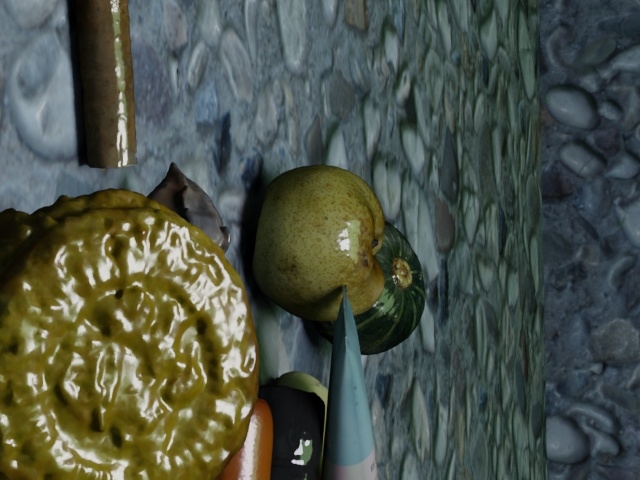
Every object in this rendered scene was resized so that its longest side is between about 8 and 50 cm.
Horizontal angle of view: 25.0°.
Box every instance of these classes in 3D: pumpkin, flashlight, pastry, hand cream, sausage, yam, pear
[{"bbox_3d":[0.051,0.054,1.691,0.167,0.125,0.167,42,32,-34],"label":"pumpkin"},{"bbox_3d":[-0.052,0.341,1.396,0.103,0.103,0.424,55,35,-57],"label":"flashlight"},{"bbox_3d":[-0.156,0.087,0.969,0.235,0.132,0.240,-27,103,-39],"label":"pastry"},{"bbox_3d":[0.024,0.208,1.484,0.111,0.070,0.312,-86,173,-66],"label":"hand cream"},{"bbox_3d":[-0.084,0.239,1.347,0.076,0.076,0.197,38,52,-65],"label":"sausage"},{"bbox_3d":[-0.179,-0.190,1.189,0.046,0.046,0.264,-5,91,-71],"label":"yam"},{"bbox_3d":[0.000,0.000,1.534,0.167,0.136,0.167,0,90,-75],"label":"pear"}]

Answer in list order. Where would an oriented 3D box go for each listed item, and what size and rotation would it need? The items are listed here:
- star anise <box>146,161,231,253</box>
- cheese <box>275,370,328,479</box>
[{"bbox_3d":[-0.140,0.070,1.163,0.257,0.110,0.198,-59,144,-65],"label":"star anise"},{"bbox_3d":[-0.025,0.275,1.551,0.127,0.050,0.255,48,44,-63],"label":"cheese"}]
